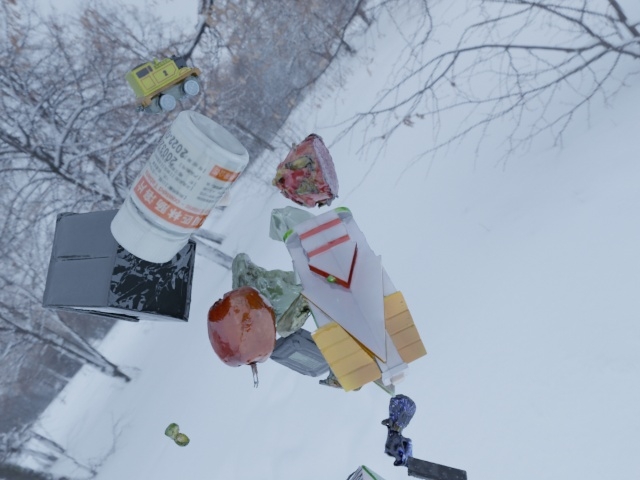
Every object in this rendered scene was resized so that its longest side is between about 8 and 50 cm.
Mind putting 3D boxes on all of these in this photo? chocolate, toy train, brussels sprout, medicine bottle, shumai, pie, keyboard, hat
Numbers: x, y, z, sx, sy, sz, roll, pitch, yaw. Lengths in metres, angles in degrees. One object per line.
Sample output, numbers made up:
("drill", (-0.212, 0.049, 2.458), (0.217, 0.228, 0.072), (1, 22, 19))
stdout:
("chocolate", (0.315, 0.789, 1.815), (0.126, 0.149, 0.343), (-66, -3, 27))
("toy train", (-0.403, -0.407, 1.143), (0.219, 0.127, 0.089), (-43, 31, -25))
("brussels sprout", (-0.445, 0.604, 1.368), (0.046, 0.083, 0.051), (-40, 4, -35))
("medicine bottle", (-0.250, -0.090, 0.781), (0.252, 0.145, 0.144), (-47, 16, 19))
("shumai", (-0.222, 0.241, 1.933), (0.324, 0.324, 0.397), (144, 120, -82))
("pie", (-0.033, 0.192, 1.517), (0.337, 0.075, 0.337), (-51, 0, -1))
("keyboard", (0.426, 0.850, 1.616), (0.072, 0.231, 0.023), (-79, 4, -55))
("hat", (-0.006, 0.005, 1.337), (0.168, 0.302, 0.257), (-64, 35, 24))

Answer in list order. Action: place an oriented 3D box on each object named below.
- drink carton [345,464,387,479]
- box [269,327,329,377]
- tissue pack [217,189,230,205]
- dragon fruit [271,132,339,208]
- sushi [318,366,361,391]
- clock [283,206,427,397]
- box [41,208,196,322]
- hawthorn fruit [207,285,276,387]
("drink carton", (0.201, 0.969, 1.661), (0.161, 0.271, 0.108), (-47, 35, -10))
("box", (-0.059, 0.500, 1.958), (0.289, 0.290, 0.073), (-43, 25, 42))
("tissue pack", (-0.471, -0.217, 1.739), (0.071, 0.170, 0.325), (-2, 4, 22))
("dragon fruit", (-0.085, -0.282, 1.953), (0.263, 0.296, 0.314), (-18, 35, 17))
("sushi", (0.117, 0.465, 1.703), (0.140, 0.184, 0.274), (-7, 33, 35))
("clock", (0.060, 0.133, 0.805), (0.166, 0.235, 0.309), (-25, 58, -4))
("box", (-0.527, 0.087, 1.222), (0.205, 0.345, 0.251), (-3, 74, 19))
("hawthorn fruit", (-0.222, 0.290, 1.321), (0.212, 0.298, 0.211), (-19, -10, -3))
